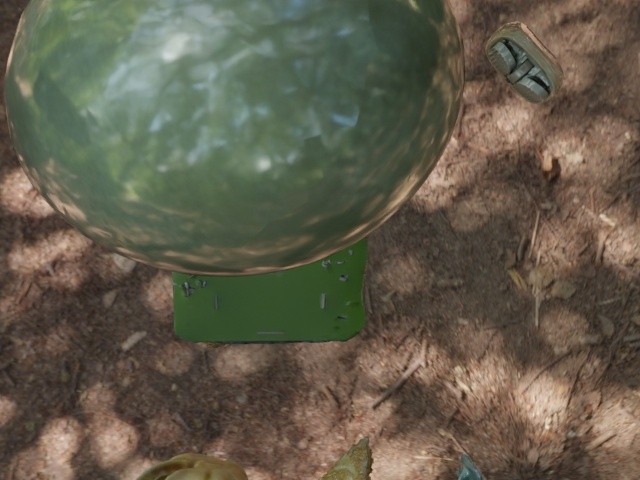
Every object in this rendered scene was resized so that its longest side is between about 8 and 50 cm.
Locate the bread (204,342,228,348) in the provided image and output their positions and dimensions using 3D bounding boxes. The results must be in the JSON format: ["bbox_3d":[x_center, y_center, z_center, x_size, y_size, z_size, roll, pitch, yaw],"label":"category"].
[{"bbox_3d":[-0.206,0.194,1.568,0.113,0.082,0.060,-21,78,51],"label":"bread"}]

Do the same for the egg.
[{"bbox_3d":[-0.069,-0.101,0.516,0.352,0.258,0.259,-2,69,48],"label":"egg"}]

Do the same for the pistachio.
[{"bbox_3d":[-0.289,0.568,1.528,0.321,0.229,0.238,-31,106,-28],"label":"pistachio"}]

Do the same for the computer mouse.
[{"bbox_3d":[0.346,-0.302,1.266,0.145,0.236,0.082,46,116,-6],"label":"computer mouse"}]

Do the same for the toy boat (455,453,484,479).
[{"bbox_3d":[0.150,0.336,0.767,0.134,0.299,0.092,-23,45,-14],"label":"toy boat"}]

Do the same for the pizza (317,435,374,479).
[{"bbox_3d":[0.062,0.494,1.508,0.188,0.062,0.199,12,64,40],"label":"pizza"}]

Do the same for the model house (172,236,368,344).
[{"bbox_3d":[-0.078,0.041,1.178,0.293,0.154,0.207,0,107,-3],"label":"model house"}]
